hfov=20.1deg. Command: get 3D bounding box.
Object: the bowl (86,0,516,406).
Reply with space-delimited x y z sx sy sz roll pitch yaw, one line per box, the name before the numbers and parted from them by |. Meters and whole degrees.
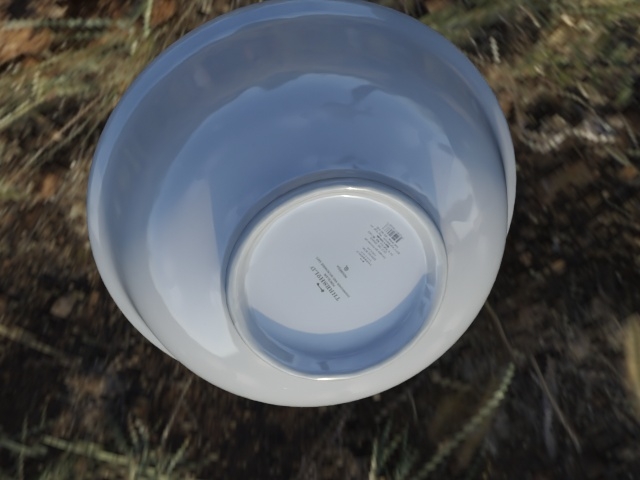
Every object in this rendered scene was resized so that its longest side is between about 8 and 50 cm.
bowl | 0.000 0.000 1.182 0.298 0.134 0.298 -5 117 -9
